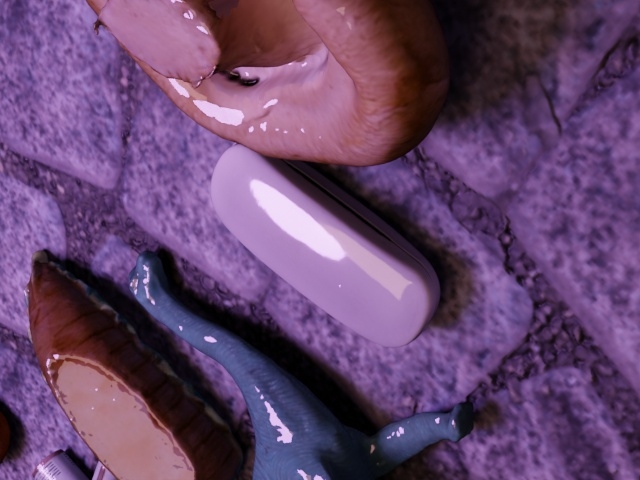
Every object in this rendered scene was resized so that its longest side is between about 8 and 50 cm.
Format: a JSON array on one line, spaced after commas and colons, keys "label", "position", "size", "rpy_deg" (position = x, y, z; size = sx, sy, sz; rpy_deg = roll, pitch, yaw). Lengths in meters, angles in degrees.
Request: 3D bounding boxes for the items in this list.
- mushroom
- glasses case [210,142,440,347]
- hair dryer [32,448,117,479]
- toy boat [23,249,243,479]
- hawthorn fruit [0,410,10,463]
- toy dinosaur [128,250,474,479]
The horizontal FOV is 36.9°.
[{"label": "mushroom", "position": [-0.045, -0.155, 0.577], "size": [0.278, 0.146, 0.278], "rpy_deg": [29, 151, 18]}, {"label": "glasses case", "position": [0.000, 0.000, 0.692], "size": [0.197, 0.049, 0.076], "rpy_deg": [37, 127, 18]}, {"label": "hair dryer", "position": [-0.194, 0.235, 0.936], "size": [0.155, 0.044, 0.183], "rpy_deg": [44, 125, 9]}, {"label": "toy boat", "position": [-0.187, 0.123, 0.848], "size": [0.108, 0.099, 0.293], "rpy_deg": [-43, 82, 11]}, {"label": "hawthorn fruit", "position": [-0.374, 0.221, 1.033], "size": [0.081, 0.081, 0.093], "rpy_deg": [30, 132, 22]}, {"label": "toy dinosaur", "position": [-0.038, 0.218, 0.787], "size": [0.331, 0.129, 0.383], "rpy_deg": [14, 111, 37]}]
